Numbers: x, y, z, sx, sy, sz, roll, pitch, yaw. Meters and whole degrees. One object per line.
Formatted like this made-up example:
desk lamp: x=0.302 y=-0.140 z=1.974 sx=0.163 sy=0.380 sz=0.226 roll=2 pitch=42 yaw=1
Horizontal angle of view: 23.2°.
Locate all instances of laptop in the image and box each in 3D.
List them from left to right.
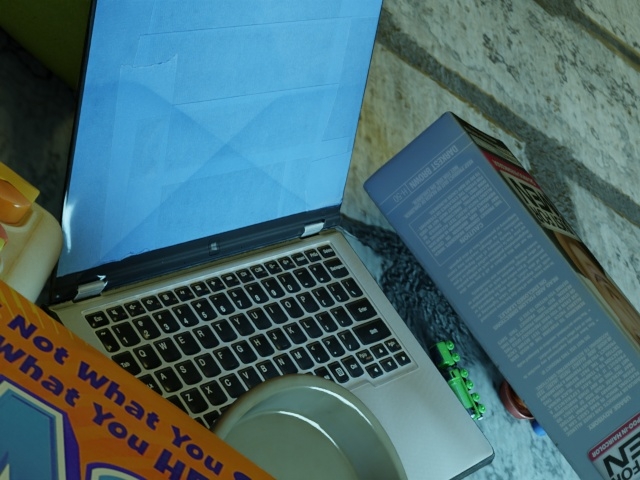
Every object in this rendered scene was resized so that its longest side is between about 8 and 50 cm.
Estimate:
laptop: x=0.000 y=0.000 z=1.213 sx=0.382 sy=0.236 sz=0.408 roll=-16 pitch=67 yaw=-54

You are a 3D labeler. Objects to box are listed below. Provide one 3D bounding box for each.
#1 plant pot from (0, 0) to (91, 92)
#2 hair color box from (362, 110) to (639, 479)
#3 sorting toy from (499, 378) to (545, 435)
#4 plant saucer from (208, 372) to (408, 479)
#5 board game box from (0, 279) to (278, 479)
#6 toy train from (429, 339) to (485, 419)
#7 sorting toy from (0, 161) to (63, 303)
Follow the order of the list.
plant pot: x=-0.237 y=-0.307 z=1.222 sx=0.294 sy=0.274 sz=0.274 roll=32 pitch=36 yaw=-3
hair color box: x=0.214 y=0.067 z=1.440 sx=0.374 sy=0.114 sz=0.185 roll=54 pitch=15 yaw=18
sorting toy: x=0.221 y=0.155 z=1.527 sx=0.102 sy=0.042 sz=0.061 roll=11 pitch=53 yaw=-46
plant saucer: x=-0.019 y=0.232 z=1.084 sx=0.278 sy=0.041 sz=0.277 roll=16 pitch=70 yaw=-52
board game box: x=-0.178 y=0.265 z=0.583 sx=0.356 sy=0.356 sz=0.356 roll=39 pitch=19 yaw=-21
toy train: x=0.128 y=0.131 z=1.459 sx=0.024 sy=0.017 sz=0.083 roll=-11 pitch=69 yaw=-44
sorting toy: x=-0.251 y=-0.040 z=0.993 sx=0.208 sy=0.038 sz=0.193 roll=42 pitch=14 yaw=-12
